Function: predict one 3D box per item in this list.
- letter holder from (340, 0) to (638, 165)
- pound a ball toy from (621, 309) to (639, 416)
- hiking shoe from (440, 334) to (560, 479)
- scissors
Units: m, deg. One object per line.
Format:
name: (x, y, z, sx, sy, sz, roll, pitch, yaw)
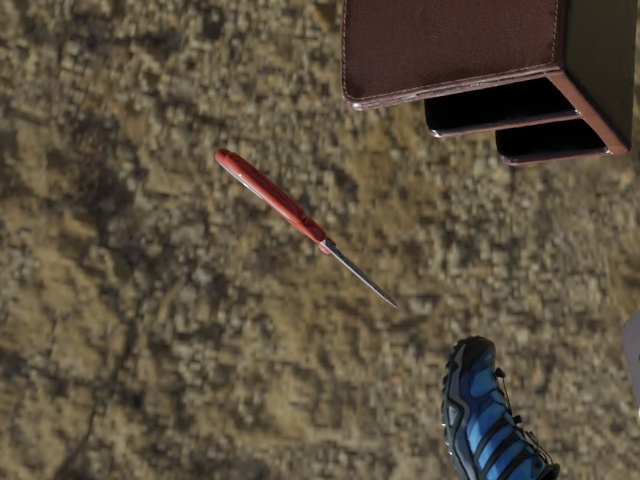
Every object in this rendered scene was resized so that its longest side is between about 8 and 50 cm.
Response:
letter holder: (0.147, -0.227, 1.374, 0.214, 0.302, 0.152, -7, 154, 30)
pound a ball toy: (0.478, 0.185, 1.832, 0.208, 0.319, 0.136, 27, 129, -27)
hiking shoe: (0.223, 0.258, 1.912, 0.132, 0.304, 0.113, -11, 160, 21)
scissors: (0.000, 0.000, 1.630, 0.297, 0.109, 0.021, 42, 84, -27)
